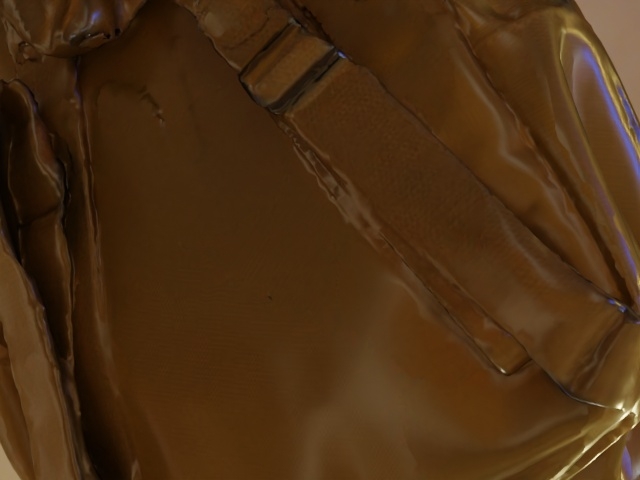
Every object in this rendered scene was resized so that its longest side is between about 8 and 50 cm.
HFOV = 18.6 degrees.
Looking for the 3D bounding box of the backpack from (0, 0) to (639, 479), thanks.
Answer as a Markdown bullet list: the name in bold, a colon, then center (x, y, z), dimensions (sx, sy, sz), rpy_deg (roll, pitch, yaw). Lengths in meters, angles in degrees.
- **backpack**: center (-0.001, -0.001, 0.881), dimensions (0.353, 0.378, 0.201), rpy_deg (-25, 168, 20)
